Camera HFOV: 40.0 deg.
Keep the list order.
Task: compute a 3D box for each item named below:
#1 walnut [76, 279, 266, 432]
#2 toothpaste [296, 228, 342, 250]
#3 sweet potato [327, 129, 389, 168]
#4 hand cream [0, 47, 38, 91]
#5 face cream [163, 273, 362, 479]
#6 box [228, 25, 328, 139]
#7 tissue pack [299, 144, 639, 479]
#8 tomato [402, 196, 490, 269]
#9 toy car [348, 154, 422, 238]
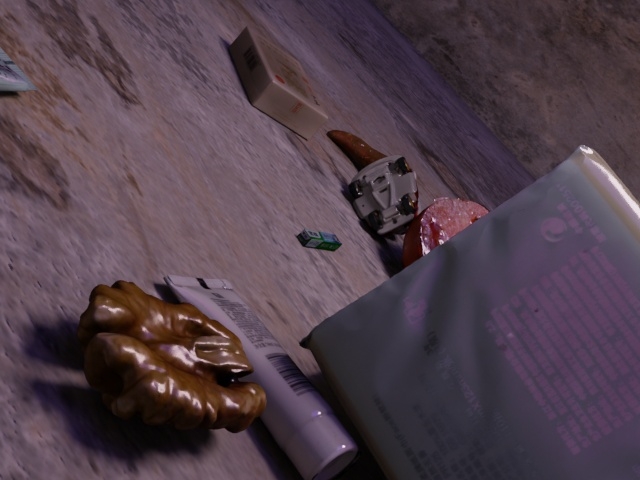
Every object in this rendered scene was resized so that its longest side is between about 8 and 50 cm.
[{"bbox_3d":[-0.122,0.102,0.702,0.170,0.069,0.143,26,26,-44],"label":"walnut"},{"bbox_3d":[0.000,0.000,1.211,0.020,0.017,0.083,55,22,24],"label":"toothpaste"},{"bbox_3d":[0.108,-0.121,1.602,0.078,0.058,0.255,-7,47,-40],"label":"sweet potato"},{"bbox_3d":[-0.361,-0.160,0.764,0.085,0.058,0.331,44,20,3],"label":"hand cream"},{"bbox_3d":[-0.055,0.120,0.824,0.243,0.058,0.092,50,22,28],"label":"face cream"},{"bbox_3d":[-0.076,-0.279,1.550,0.141,0.058,0.201,28,25,-39],"label":"box"},{"bbox_3d":[0.233,0.175,0.808,0.404,0.332,0.205,58,8,17],"label":"tissue pack"},{"bbox_3d":[0.218,0.043,1.379,0.225,0.085,0.224,17,56,-27],"label":"tomato"},{"bbox_3d":[0.122,-0.056,1.454,0.112,0.112,0.139,46,23,-49],"label":"toy car"}]
